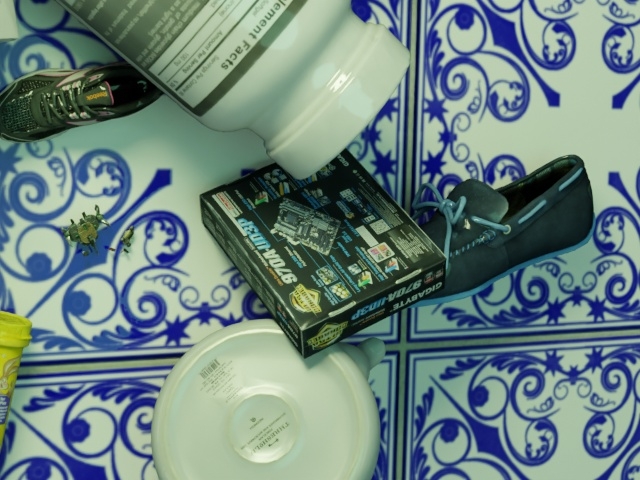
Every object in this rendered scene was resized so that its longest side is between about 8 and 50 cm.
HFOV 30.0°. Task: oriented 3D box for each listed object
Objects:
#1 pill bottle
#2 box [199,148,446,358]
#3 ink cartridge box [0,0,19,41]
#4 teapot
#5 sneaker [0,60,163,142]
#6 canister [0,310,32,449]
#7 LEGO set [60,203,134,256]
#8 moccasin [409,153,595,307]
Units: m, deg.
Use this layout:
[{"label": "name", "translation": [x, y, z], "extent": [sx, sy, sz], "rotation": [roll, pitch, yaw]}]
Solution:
[{"label": "pill bottle", "translation": [-0.102, -0.237, 1.150], "extent": [0.363, 0.210, 0.210], "rotation": [40, 79, -14]}, {"label": "box", "translation": [0.000, 0.000, 1.254], "extent": [0.175, 0.220, 0.051], "rotation": [-25, 142, -20]}, {"label": "ink cartridge box", "translation": [-0.404, -0.286, 1.001], "extent": [0.198, 0.197, 0.270], "rotation": [-4, 100, 17]}, {"label": "teapot", "translation": [-0.058, 0.213, 1.272], "extent": [0.256, 0.187, 0.252], "rotation": [2, 75, 1]}, {"label": "sneaker", "translation": [-0.238, -0.146, 1.198], "extent": [0.178, 0.077, 0.072], "rotation": [-23, 104, -21]}, {"label": "canister", "translation": [-0.365, 0.152, 1.177], "extent": [0.126, 0.073, 0.170], "rotation": [12, 92, -25]}, {"label": "LEGO set", "translation": [-0.236, -0.008, 1.249], "extent": [0.083, 0.023, 0.054], "rotation": [34, 84, -37]}, {"label": "moccasin", "translation": [0.173, -0.022, 1.381], "extent": [0.342, 0.137, 0.117], "rotation": [-22, 119, -34]}]
